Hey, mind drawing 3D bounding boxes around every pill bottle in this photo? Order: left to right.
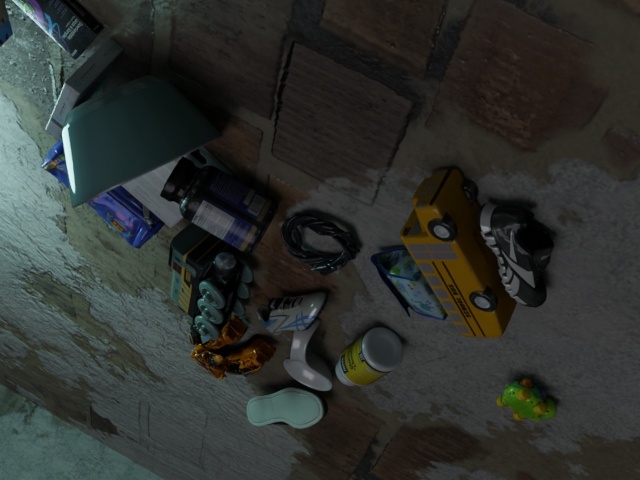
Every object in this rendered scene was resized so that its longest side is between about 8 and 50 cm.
[{"bbox_3d":[-0.207,-0.075,1.746,0.219,0.122,0.123,31,146,-6],"label":"pill bottle"},{"bbox_3d":[0.105,0.273,1.967,0.103,0.103,0.184,36,145,-6],"label":"pill bottle"}]

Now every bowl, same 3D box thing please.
[{"bbox_3d":[-0.356,-0.200,1.612,0.312,0.311,0.163,-14,105,47],"label":"bowl"}]

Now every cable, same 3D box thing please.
[{"bbox_3d":[0.000,0.000,1.770,0.150,0.047,0.184,46,147,-11],"label":"cable"}]

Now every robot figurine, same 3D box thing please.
[{"bbox_3d":[-0.248,0.291,2.288,0.211,0.085,0.291,42,145,-12],"label":"robot figurine"}]

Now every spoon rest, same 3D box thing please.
[{"bbox_3d":[-0.035,0.293,2.124,0.137,0.084,0.276,19,143,19],"label":"spoon rest"}]

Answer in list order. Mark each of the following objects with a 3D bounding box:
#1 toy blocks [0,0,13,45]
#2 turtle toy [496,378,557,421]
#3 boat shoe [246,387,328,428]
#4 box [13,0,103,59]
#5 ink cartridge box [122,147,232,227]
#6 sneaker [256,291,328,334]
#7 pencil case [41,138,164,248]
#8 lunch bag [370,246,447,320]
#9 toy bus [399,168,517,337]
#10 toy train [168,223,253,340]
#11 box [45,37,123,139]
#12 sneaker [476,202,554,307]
[{"bbox_3d":[-0.697,-0.518,1.579,0.381,0.190,0.261,33,157,4],"label":"toy blocks"},{"bbox_3d":[0.441,0.338,1.813,0.130,0.066,0.095,38,147,-9],"label":"turtle toy"},{"bbox_3d":[-0.076,0.453,2.355,0.303,0.091,0.114,-8,85,46],"label":"boat shoe"},{"bbox_3d":[-0.500,-0.430,1.635,0.162,0.029,0.116,43,145,-17],"label":"box"},{"bbox_3d":[-0.315,-0.152,1.835,0.189,0.066,0.232,43,123,-16],"label":"ink cartridge box"},{"bbox_3d":[-0.068,0.162,1.983,0.086,0.085,0.237,40,144,-19],"label":"sneaker"},{"bbox_3d":[-0.474,-0.112,1.931,0.306,0.119,0.133,42,163,-14],"label":"pencil case"},{"bbox_3d":[0.179,0.081,1.685,0.151,0.096,0.129,12,146,51],"label":"lunch bag"},{"bbox_3d":[0.250,0.029,1.543,0.130,0.108,0.332,-2,134,42],"label":"toy bus"},{"bbox_3d":[-0.270,0.101,2.037,0.190,0.142,0.334,39,149,12],"label":"toy train"},{"bbox_3d":[-0.459,-0.292,1.673,0.038,0.145,0.186,39,146,-10],"label":"box"},{"bbox_3d":[0.358,0.031,1.485,0.106,0.078,0.234,-1,132,43],"label":"sneaker"}]
